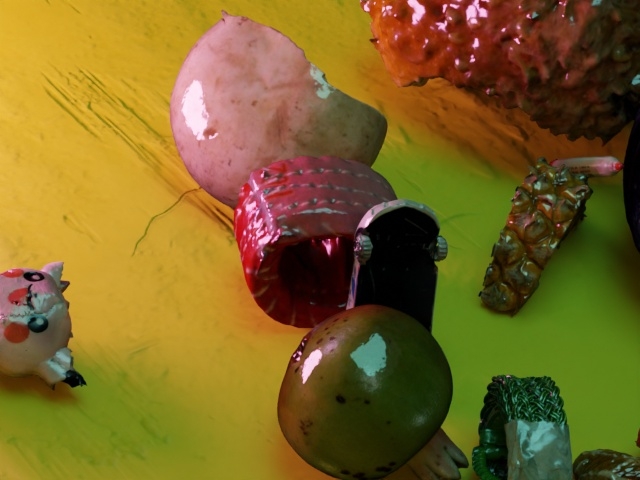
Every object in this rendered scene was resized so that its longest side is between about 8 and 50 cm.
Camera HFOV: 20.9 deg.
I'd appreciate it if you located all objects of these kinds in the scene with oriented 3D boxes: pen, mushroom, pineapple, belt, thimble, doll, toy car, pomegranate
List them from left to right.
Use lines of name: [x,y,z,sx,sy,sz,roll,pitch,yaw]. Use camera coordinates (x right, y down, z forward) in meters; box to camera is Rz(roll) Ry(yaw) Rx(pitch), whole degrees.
doll: [-0.331,0.085,1.745,0.192,0.095,0.149,3,47,-11]
mushroom: [-0.065,-0.120,1.994,0.253,0.195,0.189,37,80,20]
thimble: [0.004,0.004,1.853,0.189,0.163,0.125,10,38,-22]
pomegranate: [0.061,0.165,1.688,0.209,0.180,0.180,43,43,-6]
toy car: [0.073,0.052,1.784,0.095,0.205,0.056,1,20,-14]
belt: [0.189,0.202,1.691,0.079,0.121,0.151,2,45,-12]
pineapple: [0.253,-0.027,1.960,0.079,0.135,0.233,21,40,12]
pen: [0.311,-0.085,2.021,0.026,0.026,0.218,0,1,-12]

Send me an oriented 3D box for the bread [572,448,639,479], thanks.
bread: [0.324,0.273,1.672,0.105,0.076,0.233,-17,45,-30]

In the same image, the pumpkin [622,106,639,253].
pumpkin: [0.518,-0.073,1.938,0.363,0.266,0.363,-3,20,1]

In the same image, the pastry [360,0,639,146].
pastry: [0.267,-0.315,2.132,0.405,0.337,0.292,21,10,28]

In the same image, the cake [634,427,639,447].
cake: [0.416,0.164,1.796,0.135,0.098,0.287,23,42,11]
